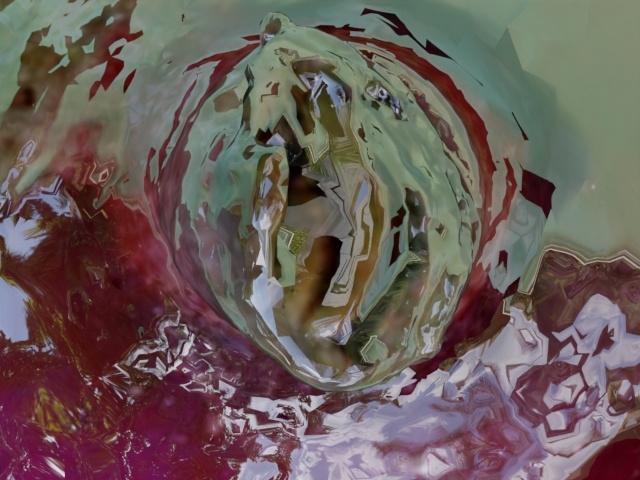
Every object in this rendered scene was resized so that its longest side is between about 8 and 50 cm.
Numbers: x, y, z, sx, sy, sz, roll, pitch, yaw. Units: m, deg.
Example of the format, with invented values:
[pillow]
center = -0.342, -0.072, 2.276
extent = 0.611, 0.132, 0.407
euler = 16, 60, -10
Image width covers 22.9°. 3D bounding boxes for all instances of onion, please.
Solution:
[onion]
center = 0.000, 0.000, 0.498
extent = 0.348, 0.385, 0.347
euler = 0, 88, -2
